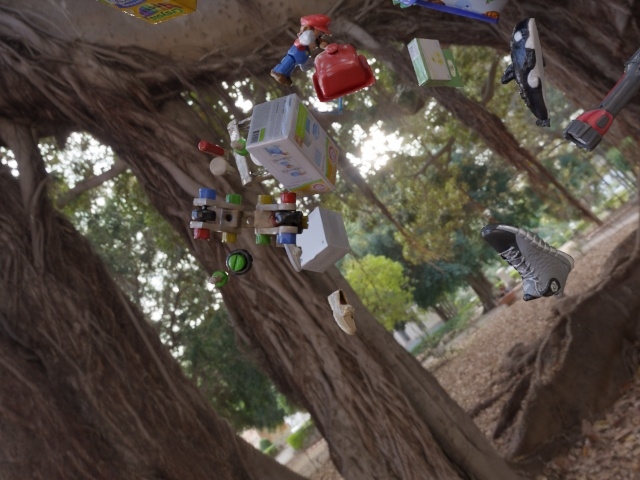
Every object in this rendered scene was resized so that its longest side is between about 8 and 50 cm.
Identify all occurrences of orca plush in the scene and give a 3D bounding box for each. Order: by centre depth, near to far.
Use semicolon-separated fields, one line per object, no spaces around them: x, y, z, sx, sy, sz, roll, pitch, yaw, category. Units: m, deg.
0.549;-0.440;1.353;0.102;0.287;0.151;-6;34;36;orca plush

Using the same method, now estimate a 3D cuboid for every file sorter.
0.029;-0.548;1.796;0.105;0.170;0.118;1;6;3;file sorter

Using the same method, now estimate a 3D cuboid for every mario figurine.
-0.056;-0.768;2.046;0.170;0.198;0.320;27;-66;-32;mario figurine

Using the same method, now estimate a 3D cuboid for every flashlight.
0.830;-0.401;1.418;0.304;0.103;0.103;-53;-34;9;flashlight

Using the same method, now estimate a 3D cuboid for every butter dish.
0.045;-0.461;1.313;0.160;0.160;0.118;-19;-41;8;butter dish

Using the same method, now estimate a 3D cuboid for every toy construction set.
-0.162;-0.084;1.187;0.258;0.308;0.237;-23;-3;12;toy construction set

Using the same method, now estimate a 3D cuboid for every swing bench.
-0.239;-0.368;2.000;0.255;0.253;0.165;-15;0;14;swing bench

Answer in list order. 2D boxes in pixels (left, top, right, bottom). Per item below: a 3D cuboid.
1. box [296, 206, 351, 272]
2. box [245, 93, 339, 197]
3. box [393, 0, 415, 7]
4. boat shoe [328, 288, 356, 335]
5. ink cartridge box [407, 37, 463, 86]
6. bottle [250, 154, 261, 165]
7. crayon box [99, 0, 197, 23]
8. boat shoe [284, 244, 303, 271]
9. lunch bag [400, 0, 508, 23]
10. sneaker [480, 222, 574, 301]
0.000;0.000;1.908;0.119;0.181;0.181;14;-40;-37;box
-0.052;-0.192;1.056;0.103;0.114;0.203;-8;-30;27;box
0.255;-0.811;1.538;0.105;0.179;0.043;7;47;45;box
0.078;0.227;1.611;0.063;0.170;0.059;22;-61;-43;boat shoe
0.450;-0.665;1.877;0.235;0.171;0.056;-10;-11;-30;ink cartridge box
-0.131;-0.348;1.777;0.283;0.092;0.118;-38;-29;-42;bottle
-0.488;-0.688;1.368;0.203;0.083;0.323;5;3;38;crayon box
-0.060;0.026;1.189;0.035;0.100;0.035;-24;-21;7;boat shoe
0.321;-0.756;1.224;0.327;0.386;0.238;105;-178;-61;lunch bag
0.438;0.058;1.071;0.086;0.229;0.132;137;155;-69;sneaker
